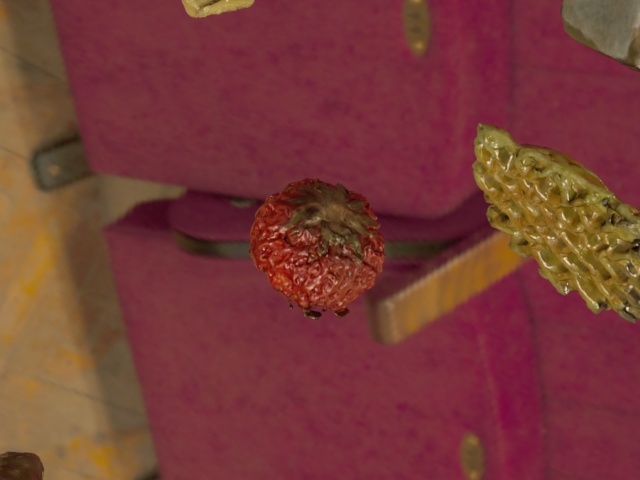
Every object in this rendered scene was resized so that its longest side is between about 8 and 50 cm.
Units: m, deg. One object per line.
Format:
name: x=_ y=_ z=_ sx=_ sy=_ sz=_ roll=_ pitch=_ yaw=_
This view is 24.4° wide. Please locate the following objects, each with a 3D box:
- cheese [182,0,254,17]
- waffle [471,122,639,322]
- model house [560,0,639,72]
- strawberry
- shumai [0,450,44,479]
cheese: x=-0.106 y=-0.254 z=1.521 sx=0.083 sy=0.044 sz=0.030 roll=-18 pitch=150 yaw=-35
waffle: x=0.237 y=-0.014 z=1.395 sx=0.054 sy=0.223 sz=0.204 roll=-45 pitch=151 yaw=-18
model house: x=0.270 y=-0.198 z=1.136 sx=0.152 sy=0.106 sz=0.165 roll=9 pitch=92 yaw=-35
strawberry: x=0.000 y=0.000 z=1.481 sx=0.145 sy=0.145 sz=0.086 roll=-12 pitch=150 yaw=-40
shumai: x=-0.307 y=0.322 z=1.288 sx=0.222 sy=0.225 sz=0.261 roll=60 pitch=30 yaw=7
